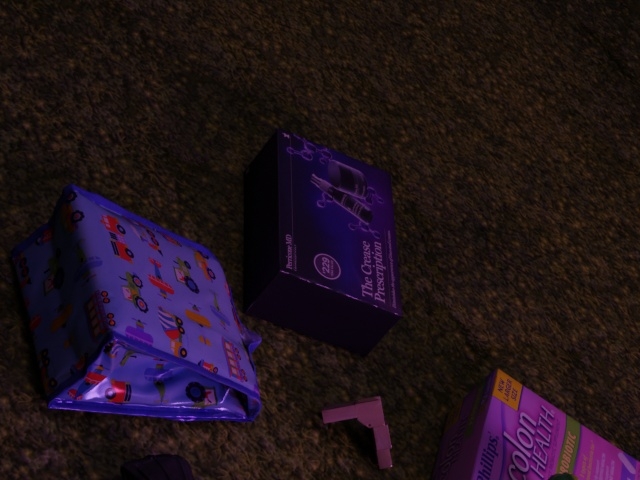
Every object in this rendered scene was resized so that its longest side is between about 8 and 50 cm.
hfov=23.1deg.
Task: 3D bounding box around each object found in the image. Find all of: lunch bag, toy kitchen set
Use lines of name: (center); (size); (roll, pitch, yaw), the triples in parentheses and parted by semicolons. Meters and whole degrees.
lunch bag: (-0.182, 0.087, 1.805); (0.293, 0.138, 0.221); (16, 41, -41)
toy kitchen set: (0.046, 0.236, 1.918); (0.068, 0.075, 0.083); (-69, 148, -87)

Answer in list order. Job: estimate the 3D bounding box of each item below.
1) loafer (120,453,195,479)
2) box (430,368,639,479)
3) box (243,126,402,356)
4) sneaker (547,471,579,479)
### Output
loafer: (-0.153, 0.322, 1.631); (0.078, 0.076, 0.223); (2, 47, -32)
box: (0.266, 0.319, 1.943); (0.243, 0.117, 0.213); (33, 39, -8)
box: (0.000, 0.000, 2.048); (0.184, 0.103, 0.261); (19, 43, -22)
sneaker: (0.215, 0.387, 1.756); (0.124, 0.109, 0.295); (27, 75, 1)
